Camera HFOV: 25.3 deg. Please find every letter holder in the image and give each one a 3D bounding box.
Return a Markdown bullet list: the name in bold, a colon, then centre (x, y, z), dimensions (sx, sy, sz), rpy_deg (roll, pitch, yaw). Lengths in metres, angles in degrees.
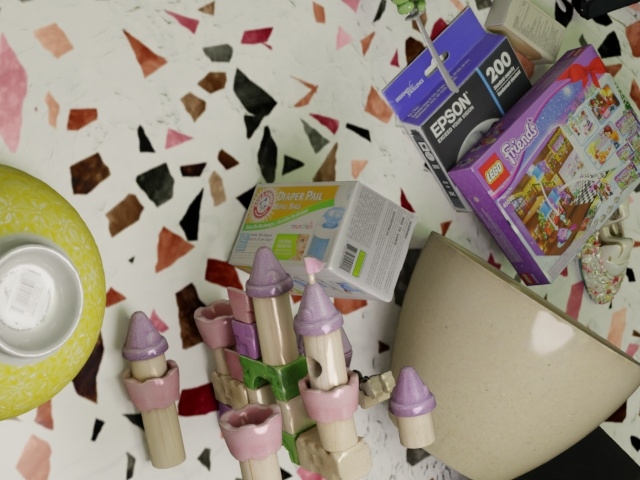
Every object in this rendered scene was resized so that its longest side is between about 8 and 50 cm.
- **letter holder**: centre (0.266, 0.393, 1.970), dimensions (0.152, 0.214, 0.302), rpy_deg (45, 62, 6)

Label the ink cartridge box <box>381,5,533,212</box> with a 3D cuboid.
- **ink cartridge box**: centre (0.205, -0.182, 1.951), dimensions (0.206, 0.045, 0.208), rpy_deg (-47, 116, -26)

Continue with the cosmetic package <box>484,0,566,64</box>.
- **cosmetic package**: centre (0.290, -0.300, 2.012), dimensions (0.115, 0.041, 0.060), rpy_deg (31, 74, -34)

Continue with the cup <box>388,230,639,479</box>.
- **cup**: centre (0.219, 0.173, 1.837), dimensions (0.331, 0.331, 0.237), rpy_deg (29, 96, -34)

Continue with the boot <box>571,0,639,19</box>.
- **boot**: centre (0.472, -0.368, 2.090), dimensions (0.207, 0.094, 0.246), rpy_deg (-20, 130, 2)

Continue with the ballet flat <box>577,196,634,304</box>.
- **ballet flat**: centre (0.422, -0.020, 2.100), dimensions (0.091, 0.077, 0.241), rpy_deg (-17, 102, -38)

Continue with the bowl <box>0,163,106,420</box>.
- **bowl**: centre (-0.332, 0.058, 1.482), dimensions (0.289, 0.156, 0.289), rpy_deg (-1, 92, -38)

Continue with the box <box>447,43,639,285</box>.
- **box**: centre (0.330, -0.106, 1.966), dimensions (0.293, 0.057, 0.201), rpy_deg (-44, 107, -27)

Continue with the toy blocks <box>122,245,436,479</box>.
- **toy blocks**: centre (-0.042, 0.118, 1.619), dimensions (0.309, 0.288, 0.260), rpy_deg (-20, 109, -32)

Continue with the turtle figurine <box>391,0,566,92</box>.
- **turtle figurine**: centre (0.150, -0.354, 1.720), dimensions (0.266, 0.198, 0.275), rpy_deg (15, 80, -33)

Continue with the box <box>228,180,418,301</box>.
- **box**: centre (0.000, 0.000, 1.701), dimensions (0.103, 0.203, 0.114), rpy_deg (29, 73, -35)
